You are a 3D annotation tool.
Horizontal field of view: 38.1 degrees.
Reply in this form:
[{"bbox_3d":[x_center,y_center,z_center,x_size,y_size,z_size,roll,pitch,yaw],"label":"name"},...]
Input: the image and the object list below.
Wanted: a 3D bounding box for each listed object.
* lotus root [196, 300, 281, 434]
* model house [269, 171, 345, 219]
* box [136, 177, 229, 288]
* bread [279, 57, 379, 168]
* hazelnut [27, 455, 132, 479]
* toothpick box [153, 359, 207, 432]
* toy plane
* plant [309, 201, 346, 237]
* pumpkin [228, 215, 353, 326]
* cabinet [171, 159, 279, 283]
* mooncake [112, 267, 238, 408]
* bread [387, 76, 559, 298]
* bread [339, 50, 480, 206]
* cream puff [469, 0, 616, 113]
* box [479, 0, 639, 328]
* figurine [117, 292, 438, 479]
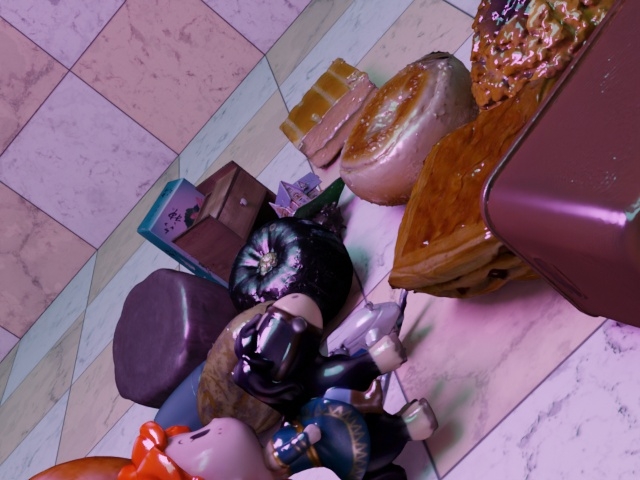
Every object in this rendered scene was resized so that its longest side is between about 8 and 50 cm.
[{"bbox_3d":[-0.114,0.229,1.512,0.173,0.173,0.309,-97,30,-62],"label":"lotus root"},{"bbox_3d":[-0.038,-0.085,1.870,0.167,0.088,0.117,-39,-22,-32],"label":"model house"},{"bbox_3d":[-0.281,-0.013,2.153,0.092,0.245,0.153,-4,52,59],"label":"box"},{"bbox_3d":[0.026,-0.301,2.174,0.239,0.111,0.246,-49,22,8],"label":"bread"},{"bbox_3d":[-0.360,0.508,1.419,0.372,0.315,0.372,-42,-9,-8],"label":"hazelnut"},{"bbox_3d":[-0.219,0.308,1.691,0.184,0.120,0.120,-43,22,29],"label":"toothpick box"},{"bbox_3d":[0.028,0.178,1.407,0.273,0.107,0.182,-31,38,41],"label":"toy plane"},{"bbox_3d":[0.000,0.000,1.797,0.085,0.087,0.174,98,-175,-50],"label":"plant"},{"bbox_3d":[-0.052,0.070,1.644,0.233,0.163,0.233,-21,51,29],"label":"pumpkin"},{"bbox_3d":[-0.172,-0.026,1.990,0.148,0.215,0.175,-32,29,41],"label":"cabinet"},{"bbox_3d":[-0.289,0.204,1.866,0.306,0.154,0.306,-29,52,45],"label":"mooncake"},{"bbox_3d":[0.243,-0.044,1.244,0.324,0.167,0.278,-33,30,57],"label":"bread"},{"bbox_3d":[0.168,-0.190,1.641,0.305,0.158,0.306,-46,20,22],"label":"bread"},{"bbox_3d":[0.345,-0.298,1.359,0.343,0.231,0.327,-45,25,17],"label":"cream puff"},{"bbox_3d":[0.378,-0.080,0.936,0.339,0.239,0.229,-53,24,-5],"label":"box"},{"bbox_3d":[-0.051,0.261,1.166,0.412,0.306,0.241,-53,11,-7],"label":"figurine"}]
